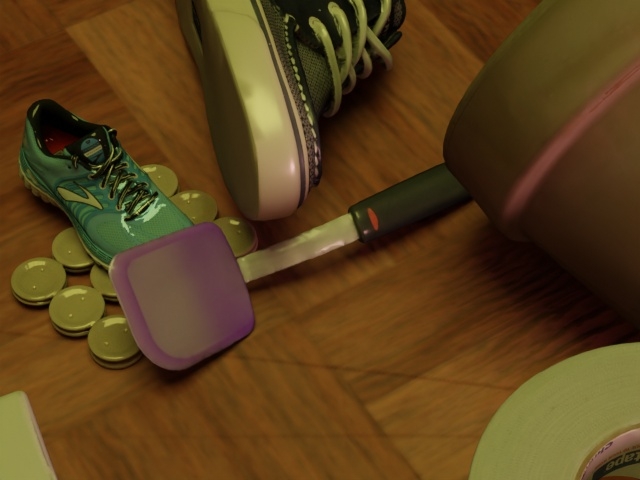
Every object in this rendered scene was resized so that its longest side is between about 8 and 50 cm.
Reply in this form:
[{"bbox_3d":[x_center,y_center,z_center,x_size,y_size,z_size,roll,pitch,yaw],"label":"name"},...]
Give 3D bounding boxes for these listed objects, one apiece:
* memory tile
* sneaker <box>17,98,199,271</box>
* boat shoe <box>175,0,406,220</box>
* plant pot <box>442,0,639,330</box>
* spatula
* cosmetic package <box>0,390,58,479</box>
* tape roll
[{"bbox_3d":[-0.123,0.015,1.004,0.113,0.012,0.148,32,56,24],"label":"memory tile"},{"bbox_3d":[-0.145,-0.037,0.990,0.162,0.073,0.063,35,58,23],"label":"sneaker"},{"bbox_3d":[-0.005,-0.140,1.038,0.158,0.127,0.340,-7,39,-10],"label":"boat shoe"},{"bbox_3d":[0.279,-0.032,0.885,0.323,0.323,0.280,-26,72,-20],"label":"plant pot"},{"bbox_3d":[0.000,0.000,0.989,0.296,0.030,0.084,-23,95,-25],"label":"spatula"},{"bbox_3d":[-0.204,0.200,0.758,0.184,0.151,0.151,-18,53,-14],"label":"cosmetic package"},{"bbox_3d":[0.181,0.159,0.763,0.219,0.072,0.219,0,48,0],"label":"tape roll"}]
